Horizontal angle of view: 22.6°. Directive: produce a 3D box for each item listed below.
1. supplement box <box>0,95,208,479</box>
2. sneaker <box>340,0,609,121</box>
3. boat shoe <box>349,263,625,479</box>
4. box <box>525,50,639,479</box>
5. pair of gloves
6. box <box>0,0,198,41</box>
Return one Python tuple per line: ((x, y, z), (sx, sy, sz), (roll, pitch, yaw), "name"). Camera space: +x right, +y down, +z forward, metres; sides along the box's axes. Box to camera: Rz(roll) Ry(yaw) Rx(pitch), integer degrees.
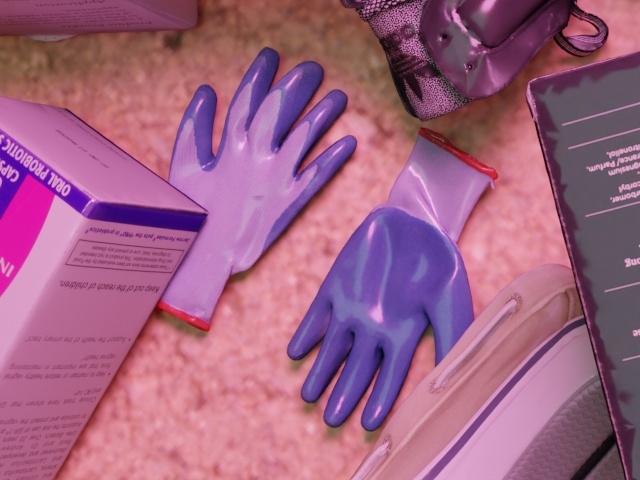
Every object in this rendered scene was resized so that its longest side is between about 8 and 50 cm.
((-0.174, 0.047, 0.816), (0.111, 0.114, 0.220), (35, 102, 22), "supplement box")
((0.015, -0.127, 0.739), (0.268, 0.101, 0.153), (-11, 91, -17), "sneaker")
((0.051, 0.143, 0.761), (0.302, 0.109, 0.094), (-48, 34, 14), "boat shoe")
((0.226, 0.001, 0.563), (0.261, 0.103, 0.184), (-15, 81, 17), "box")
((0.000, 0.000, 0.818), (0.198, 0.023, 0.159), (29, 97, 19), "pair of gloves")
((-0.163, -0.204, 0.834), (0.181, 0.119, 0.182), (1, 86, 18), "box")
